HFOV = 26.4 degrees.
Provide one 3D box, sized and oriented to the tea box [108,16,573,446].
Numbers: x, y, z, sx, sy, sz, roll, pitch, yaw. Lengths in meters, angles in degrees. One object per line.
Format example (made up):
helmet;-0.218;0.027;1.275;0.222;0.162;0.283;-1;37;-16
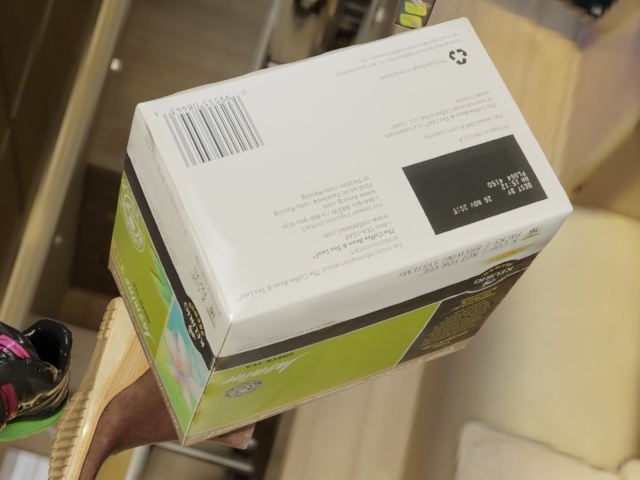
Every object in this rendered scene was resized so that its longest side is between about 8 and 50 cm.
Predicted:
tea box;0.000;0.000;1.270;0.220;0.329;0.323;64;157;21

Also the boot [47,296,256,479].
boot;-0.169;0.199;1.487;0.090;0.207;0.248;1;69;64

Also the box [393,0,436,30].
box;0.123;-0.316;1.415;0.207;0.036;0.114;110;177;-68

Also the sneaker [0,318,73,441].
sneaker;-0.526;0.226;2.063;0.483;0.185;0.202;-39;-30;-71
